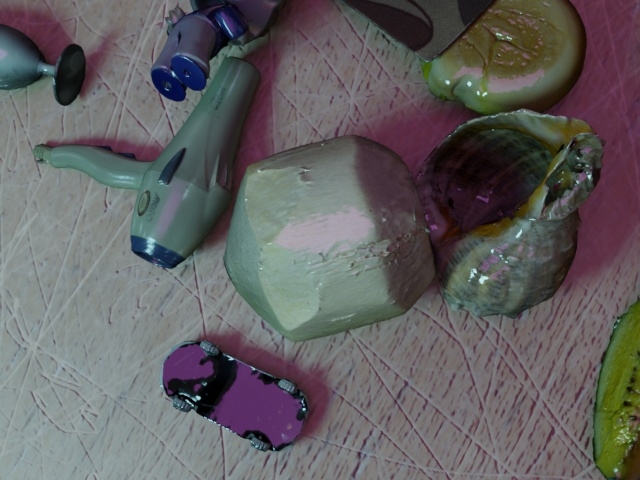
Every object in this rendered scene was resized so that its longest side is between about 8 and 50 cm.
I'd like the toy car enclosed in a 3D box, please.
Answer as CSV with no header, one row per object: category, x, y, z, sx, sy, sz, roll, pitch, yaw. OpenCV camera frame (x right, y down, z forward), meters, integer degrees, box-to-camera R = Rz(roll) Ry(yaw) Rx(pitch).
toy car,-0.113,0.199,1.072,0.205,0.056,0.095,24,86,12

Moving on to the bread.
bread,0.235,-0.252,1.069,0.213,0.105,0.213,-2,79,12

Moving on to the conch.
conch,0.236,-0.033,1.010,0.291,0.159,0.210,-51,60,25

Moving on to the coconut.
coconut,0.000,0.000,0.994,0.247,0.245,0.245,-15,81,1

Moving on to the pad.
pad,0.109,-0.395,1.099,0.220,0.004,0.330,-45,61,-1

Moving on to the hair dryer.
hair dryer,-0.211,-0.146,1.120,0.298,0.119,0.296,39,82,22

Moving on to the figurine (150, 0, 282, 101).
figurine,-0.138,-0.294,1.075,0.133,0.194,0.274,45,70,-22

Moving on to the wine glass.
wine glass,-0.442,-0.256,1.152,0.202,0.093,0.093,16,84,6

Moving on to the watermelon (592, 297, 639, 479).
watermelon,0.410,0.147,0.984,0.123,0.129,0.301,23,91,11
